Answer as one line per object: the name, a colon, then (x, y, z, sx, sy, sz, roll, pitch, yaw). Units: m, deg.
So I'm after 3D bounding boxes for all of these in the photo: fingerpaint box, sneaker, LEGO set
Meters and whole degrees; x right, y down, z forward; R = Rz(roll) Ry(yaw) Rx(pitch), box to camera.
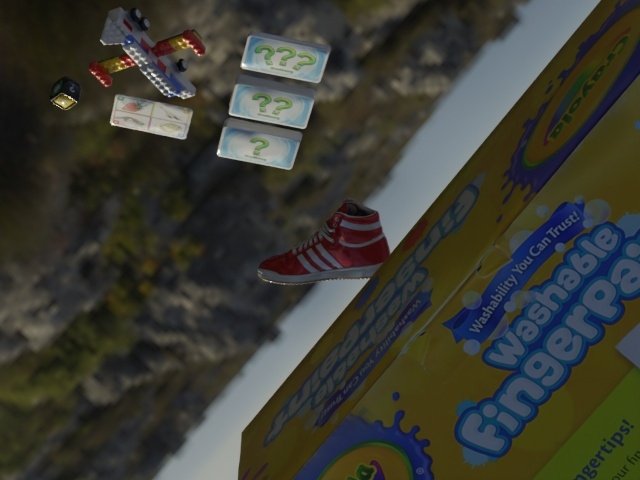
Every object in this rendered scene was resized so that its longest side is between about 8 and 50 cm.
fingerpaint box: (0.219, 0.104, 1.248, 0.445, 0.371, 0.163, -52, -165, 18)
sneaker: (0.000, 0.000, 1.578, 0.118, 0.067, 0.042, -5, -161, 15)
LEGO set: (-0.128, -0.134, 1.737, 0.182, 0.244, 0.060, 111, -12, -53)
